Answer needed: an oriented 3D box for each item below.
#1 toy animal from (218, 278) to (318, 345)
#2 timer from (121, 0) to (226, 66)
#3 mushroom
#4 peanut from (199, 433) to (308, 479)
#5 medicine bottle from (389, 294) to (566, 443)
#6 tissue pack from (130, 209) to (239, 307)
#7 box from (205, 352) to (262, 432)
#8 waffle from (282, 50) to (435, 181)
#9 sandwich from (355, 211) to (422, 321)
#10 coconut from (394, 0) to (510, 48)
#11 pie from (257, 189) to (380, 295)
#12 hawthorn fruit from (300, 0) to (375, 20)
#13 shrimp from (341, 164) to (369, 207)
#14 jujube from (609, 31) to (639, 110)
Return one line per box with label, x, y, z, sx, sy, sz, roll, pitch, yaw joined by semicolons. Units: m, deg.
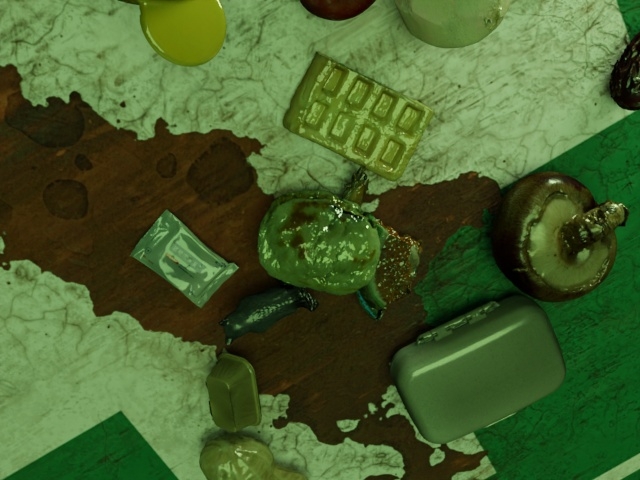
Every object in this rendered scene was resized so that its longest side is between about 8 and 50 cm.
toy animal;-0.101;0.147;1.363;0.210;0.117;0.121;-39;122;-31
timer;-0.243;-0.506;1.036;0.376;0.376;0.387;-46;121;8
mushroom;0.503;-0.011;1.428;0.278;0.163;0.297;-32;111;12
peanut;-0.140;0.538;1.533;0.298;0.120;0.136;40;104;-22
medicine bottle;0.361;0.297;1.528;0.375;0.123;0.282;-26;113;-1
tissue pack;-0.280;0.041;1.380;0.193;0.026;0.122;40;98;-20
box;-0.186;0.333;1.463;0.111;0.111;0.177;-7;111;-7
waffle;0.078;-0.239;1.325;0.274;0.057;0.168;24;104;-17
sandwich;0.134;0.067;1.432;0.159;0.079;0.235;8;107;-12
coconut;0.222;-0.459;1.172;0.224;0.234;0.224;-3;78;15
pie;0.000;0.000;1.321;0.248;0.090;0.201;13;90;-6
hawthorn fruit;0.035;-0.470;1.174;0.173;0.173;0.172;-3;110;-9
shrimp;0.029;-0.088;1.372;0.124;0.034;0.178;15;126;-1
jujube;0.647;-0.350;1.367;0.104;0.104;0.165;17;95;-15
